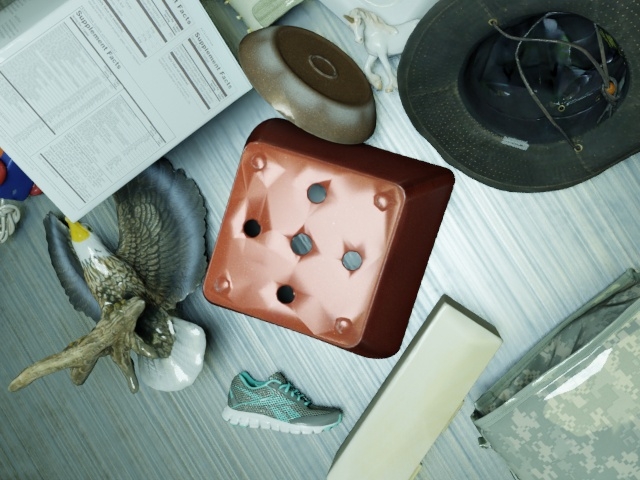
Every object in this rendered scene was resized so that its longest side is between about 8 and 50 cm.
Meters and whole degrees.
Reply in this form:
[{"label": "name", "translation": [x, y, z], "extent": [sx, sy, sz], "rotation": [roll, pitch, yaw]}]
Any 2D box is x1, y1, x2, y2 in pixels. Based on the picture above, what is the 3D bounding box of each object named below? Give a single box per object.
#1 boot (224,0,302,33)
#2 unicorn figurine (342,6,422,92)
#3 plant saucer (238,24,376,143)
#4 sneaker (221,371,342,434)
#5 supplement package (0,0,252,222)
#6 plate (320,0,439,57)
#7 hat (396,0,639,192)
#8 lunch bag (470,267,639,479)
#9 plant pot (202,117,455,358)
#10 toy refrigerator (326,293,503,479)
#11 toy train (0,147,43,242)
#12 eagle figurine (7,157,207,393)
[{"label": "boot", "translation": [-0.130, -0.338, 0.917], "extent": [0.213, 0.077, 0.165], "rotation": [-17, 119, 40]}, {"label": "unicorn figurine", "translation": [0.091, -0.246, 0.879], "extent": [0.162, 0.060, 0.111], "rotation": [-21, 115, -22]}, {"label": "plant saucer", "translation": [-0.004, -0.202, 0.851], "extent": [0.198, 0.198, 0.036], "rotation": [46, 127, 5]}, {"label": "sneaker", "translation": [-0.052, 0.218, 0.943], "extent": [0.167, 0.065, 0.076], "rotation": [5, 89, 7]}, {"label": "supplement package", "translation": [-0.265, -0.201, 0.822], "extent": [0.263, 0.199, 0.198], "rotation": [-39, 127, -8]}, {"label": "plate", "translation": [0.073, -0.422, 0.871], "extent": [0.278, 0.045, 0.277], "rotation": [40, 103, -6]}, {"label": "hat", "translation": [0.260, -0.213, 0.818], "extent": [0.331, 0.331, 0.134], "rotation": [15, 53, 8]}, {"label": "lunch bag", "translation": [0.351, 0.213, 0.824], "extent": [0.287, 0.169, 0.235], "rotation": [-40, 86, 4]}, {"label": "plant pot", "translation": [0.000, 0.000, 0.837], "extent": [0.267, 0.236, 0.267], "rotation": [18, 95, 8]}, {"label": "toy refrigerator", "translation": [0.123, 0.209, 0.893], "extent": [0.094, 0.102, 0.269], "rotation": [34, 96, 6]}, {"label": "toy train", "translation": [-0.468, -0.110, 0.980], "extent": [0.143, 0.105, 0.248], "rotation": [32, 97, 17]}, {"label": "eagle figurine", "translation": [-0.262, 0.038, 0.897], "extent": [0.226, 0.298, 0.225], "rotation": [3, 119, -13]}]
